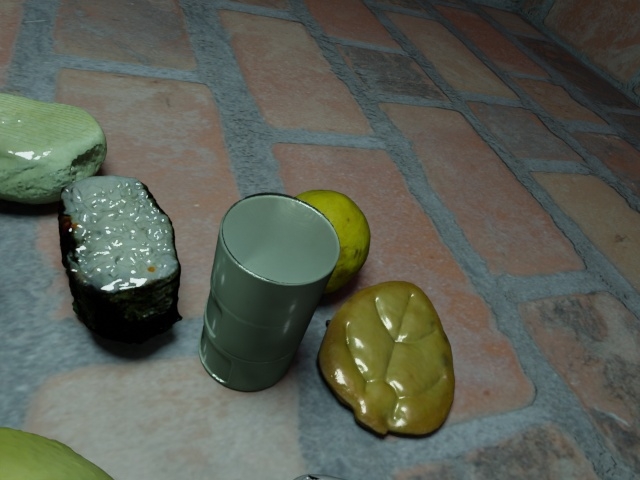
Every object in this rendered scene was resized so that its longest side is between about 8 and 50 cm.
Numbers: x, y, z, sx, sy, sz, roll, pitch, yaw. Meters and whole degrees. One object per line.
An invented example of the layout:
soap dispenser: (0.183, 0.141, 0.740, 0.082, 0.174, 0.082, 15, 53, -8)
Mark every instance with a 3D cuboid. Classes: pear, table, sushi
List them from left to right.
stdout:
sushi: (-0.247, 0.022, 0.574, 0.124, 0.127, 0.225, -12, 45, -31)
table: (-0.067, 0.068, 0.535, 0.126, 0.220, 0.126, 12, 45, -12)
pear: (0.000, 0.000, 0.690, 0.148, 0.149, 0.162, 23, 38, 0)

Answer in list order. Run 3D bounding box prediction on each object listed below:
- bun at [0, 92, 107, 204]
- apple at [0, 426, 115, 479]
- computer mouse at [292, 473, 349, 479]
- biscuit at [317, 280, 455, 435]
bun: (-0.426, -0.128, 0.668, 0.221, 0.108, 0.221, 12, 35, -9)
apple: (-0.242, 0.247, 0.269, 0.279, 0.279, 0.279, 12, 43, -12)
computer mouse: (0.094, 0.332, 0.445, 0.310, 0.072, 0.158, 19, 41, -4)
biscuit: (0.104, 0.150, 0.658, 0.202, 0.041, 0.260, 26, 44, 4)
